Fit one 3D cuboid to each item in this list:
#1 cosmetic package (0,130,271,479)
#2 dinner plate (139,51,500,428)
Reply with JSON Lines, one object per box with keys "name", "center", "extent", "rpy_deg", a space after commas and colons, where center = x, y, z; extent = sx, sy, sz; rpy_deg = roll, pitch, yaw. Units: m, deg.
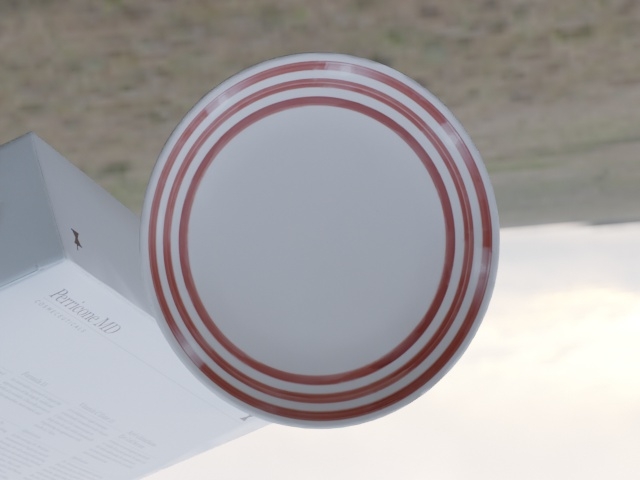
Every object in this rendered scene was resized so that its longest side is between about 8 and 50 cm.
{"name": "cosmetic package", "center": [-0.217, 0.087, 1.216], "extent": [0.284, 0.097, 0.377], "rpy_deg": [-22, 156, 11]}
{"name": "dinner plate", "center": [0.000, 0.000, 0.698], "extent": [0.141, 0.141, 0.017], "rpy_deg": [-5, -178, -16]}
